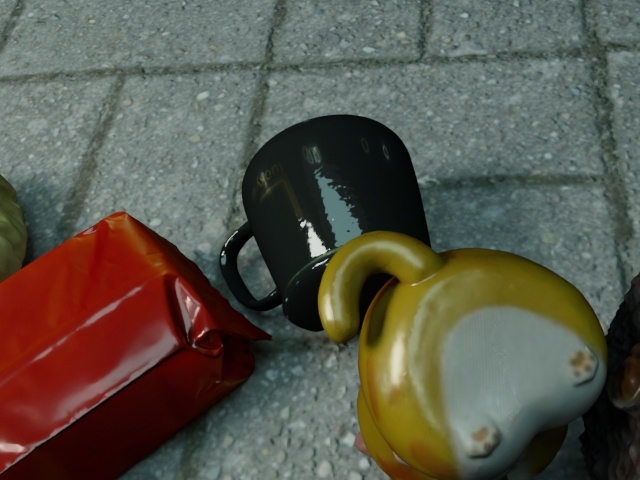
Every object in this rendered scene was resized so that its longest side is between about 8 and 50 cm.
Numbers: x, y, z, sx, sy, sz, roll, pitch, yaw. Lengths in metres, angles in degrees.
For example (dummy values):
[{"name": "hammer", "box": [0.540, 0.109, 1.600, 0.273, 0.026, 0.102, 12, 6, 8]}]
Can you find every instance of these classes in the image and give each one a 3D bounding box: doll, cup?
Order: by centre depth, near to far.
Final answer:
[{"name": "doll", "box": [0.101, 0.108, 0.604, 0.167, 0.269, 0.162, -27, 60, -12]}, {"name": "cup", "box": [0.000, 0.000, 0.781, 0.223, 0.169, 0.176, -33, 57, 22]}]

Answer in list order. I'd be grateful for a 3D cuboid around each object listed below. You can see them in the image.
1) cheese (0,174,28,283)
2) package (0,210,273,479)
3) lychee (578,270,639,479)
[{"name": "cheese", "box": [-0.433, 0.012, 0.879, 0.226, 0.117, 0.214, -23, 56, 0]}, {"name": "package", "box": [-0.263, 0.147, 0.733, 0.424, 0.123, 0.196, -35, 53, -16]}, {"name": "lychee", "box": [0.317, 0.129, 0.545, 0.300, 0.300, 0.300, -5, 53, 7]}]
